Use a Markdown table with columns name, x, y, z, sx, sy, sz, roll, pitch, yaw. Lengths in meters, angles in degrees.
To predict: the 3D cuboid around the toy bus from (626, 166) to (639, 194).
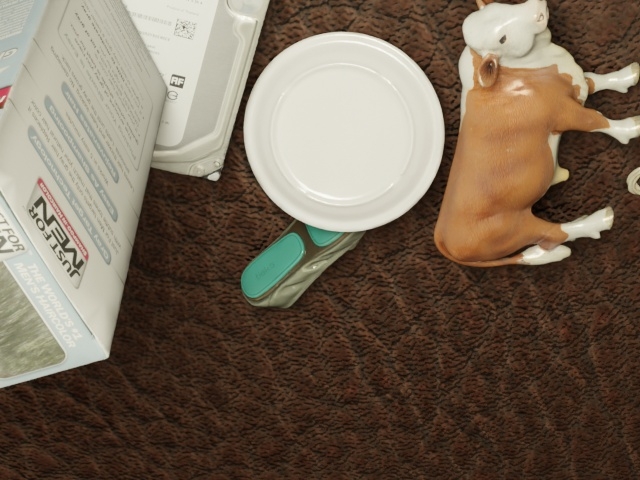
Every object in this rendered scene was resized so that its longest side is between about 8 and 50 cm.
| name | x | y | z | sx | sy | sz | roll | pitch | yaw |
| --- | --- | --- | --- | --- | --- | --- | --- | --- | --- |
| toy bus | 0.446 | -0.011 | 1.318 | 0.202 | 0.104 | 0.191 | -23 | 124 | 17 |

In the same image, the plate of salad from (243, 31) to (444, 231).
| name | x | y | z | sx | sy | sz | roll | pitch | yaw |
| --- | --- | --- | --- | --- | --- | --- | --- | --- | --- |
| plate of salad | 0.024 | -0.107 | 1.273 | 0.200 | 0.048 | 0.199 | 2 | 104 | 8 |

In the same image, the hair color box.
| name | x | y | z | sx | sy | sz | roll | pitch | yaw |
| --- | --- | --- | --- | --- | --- | --- | --- | --- | --- |
| hair color box | -0.228 | -0.082 | 1.025 | 0.114 | 0.374 | 0.185 | -17 | 125 | 13 |

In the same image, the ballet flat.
| name | x | y | z | sx | sy | sz | roll | pitch | yaw |
| --- | --- | --- | --- | --- | --- | --- | --- | --- | --- |
| ballet flat | 0.000 | 0.000 | 1.370 | 0.068 | 0.072 | 0.213 | 15 | 133 | -46 |

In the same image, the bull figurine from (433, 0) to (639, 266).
| name | x | y | z | sx | sy | sz | roll | pitch | yaw |
| --- | --- | --- | --- | --- | --- | --- | --- | --- | --- |
| bull figurine | 0.206 | -0.102 | 1.254 | 0.189 | 0.101 | 0.310 | 7 | 127 | -6 |

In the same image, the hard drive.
| name | x | y | z | sx | sy | sz | roll | pitch | yaw |
| --- | --- | --- | --- | --- | --- | --- | --- | --- | --- |
| hard drive | -0.168 | -0.224 | 1.192 | 0.237 | 0.064 | 0.338 | 13 | 126 | -10 |
